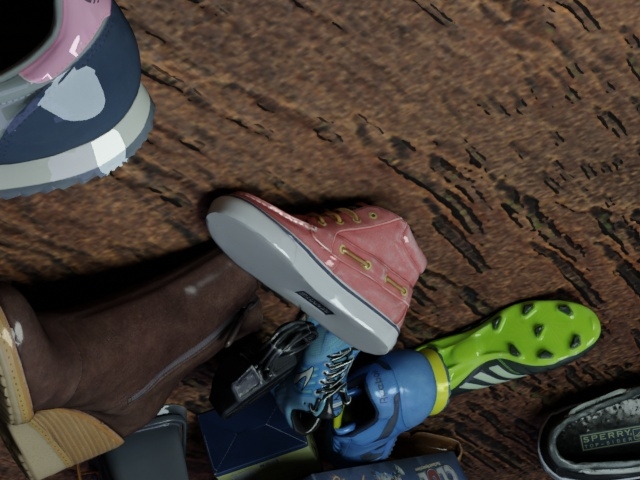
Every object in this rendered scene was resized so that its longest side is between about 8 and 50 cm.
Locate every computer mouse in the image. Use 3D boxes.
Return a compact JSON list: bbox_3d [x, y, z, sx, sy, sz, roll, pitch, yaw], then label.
[{"bbox_3d":[-0.047,0.086,1.456,0.071,0.041,0.242,-34,174,-17],"label":"computer mouse"}]

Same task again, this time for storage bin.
[{"bbox_3d":[-0.148,0.209,1.638,0.098,0.091,0.135,-12,154,-11],"label":"storage bin"}]

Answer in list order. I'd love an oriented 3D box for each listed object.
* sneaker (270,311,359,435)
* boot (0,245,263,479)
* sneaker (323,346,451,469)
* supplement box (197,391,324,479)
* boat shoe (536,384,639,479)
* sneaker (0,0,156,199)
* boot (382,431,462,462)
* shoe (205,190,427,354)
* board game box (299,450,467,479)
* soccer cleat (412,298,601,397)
[{"bbox_3d":[0.010,0.101,1.541,0.063,0.073,0.162,-5,152,-25],"label":"sneaker"},{"bbox_3d":[-0.140,0.050,1.335,0.207,0.090,0.248,-36,154,-15],"label":"boot"},{"bbox_3d":[0.030,0.142,1.626,0.082,0.069,0.209,-10,162,-25],"label":"sneaker"},{"bbox_3d":[-0.050,0.172,1.667,0.083,0.056,0.083,-19,155,2],"label":"supplement box"},{"bbox_3d":[0.354,0.161,1.843,0.306,0.113,0.105,-7,170,-1],"label":"boat shoe"},{"bbox_3d":[-0.251,-0.073,1.010,0.319,0.112,0.131,-18,138,-6],"label":"sneaker"},{"bbox_3d":[0.035,0.237,1.858,0.197,0.073,0.152,-8,146,-16],"label":"boot"},{"bbox_3d":[0.000,0.000,1.353,0.178,0.081,0.063,39,155,-31],"label":"shoe"},{"bbox_3d":[0.004,0.242,1.696,0.165,0.042,0.243,-33,162,27],"label":"board game box"},{"bbox_3d":[0.149,0.092,1.644,0.179,0.060,0.072,-18,165,15],"label":"soccer cleat"}]
